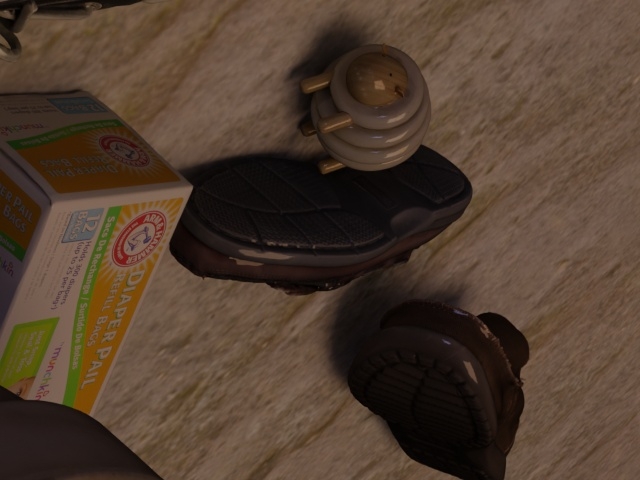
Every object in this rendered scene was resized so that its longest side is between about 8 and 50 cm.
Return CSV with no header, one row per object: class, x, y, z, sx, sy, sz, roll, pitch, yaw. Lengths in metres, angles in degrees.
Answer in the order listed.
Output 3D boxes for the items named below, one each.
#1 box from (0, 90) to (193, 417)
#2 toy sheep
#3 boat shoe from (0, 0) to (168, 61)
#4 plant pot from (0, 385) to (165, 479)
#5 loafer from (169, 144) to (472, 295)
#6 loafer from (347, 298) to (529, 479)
box,-0.177,0.025,1.026,0.114,0.103,0.203,-11,134,-49
toy sheep,0.033,-0.088,1.214,0.091,0.091,0.132,-41,165,-15
boat shoe,-0.151,-0.150,0.844,0.306,0.113,0.105,-17,163,-33
plant pot,-0.266,0.153,0.868,0.323,0.280,0.323,-34,148,-25
loafer,0.000,0.000,1.255,0.302,0.109,0.095,-14,141,-52
loafer,0.114,0.113,1.560,0.366,0.133,0.130,70,40,-70
